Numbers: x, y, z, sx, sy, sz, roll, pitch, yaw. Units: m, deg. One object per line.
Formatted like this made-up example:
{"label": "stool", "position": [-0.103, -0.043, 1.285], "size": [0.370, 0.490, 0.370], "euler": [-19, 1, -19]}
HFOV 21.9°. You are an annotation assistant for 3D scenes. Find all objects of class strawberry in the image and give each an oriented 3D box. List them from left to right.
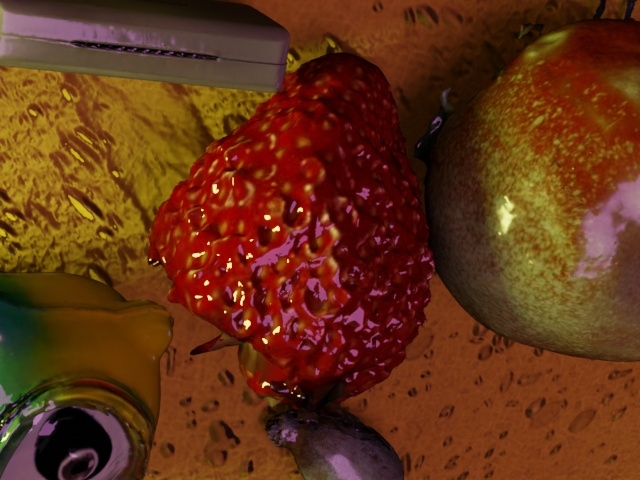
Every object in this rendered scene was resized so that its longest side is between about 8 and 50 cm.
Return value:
{"label": "strawberry", "position": [-0.003, -0.003, 1.345], "size": [0.257, 0.261, 0.261], "euler": [-41, 126, 5]}

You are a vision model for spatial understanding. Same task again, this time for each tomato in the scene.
{"label": "tomato", "position": [0.244, -0.036, 1.414], "size": [0.303, 0.239, 0.303], "euler": [-25, 135, -28]}

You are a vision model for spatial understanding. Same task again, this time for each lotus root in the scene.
{"label": "lotus root", "position": [0.020, 0.209, 1.573], "size": [0.088, 0.088, 0.165], "euler": [-46, 116, 3]}

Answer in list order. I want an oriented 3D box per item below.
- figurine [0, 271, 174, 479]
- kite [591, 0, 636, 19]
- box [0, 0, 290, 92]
{"label": "figurine", "position": [-0.286, 0.126, 1.303], "size": [0.340, 0.231, 0.323], "euler": [-6, 145, -31]}
{"label": "kite", "position": [0.261, -0.147, 1.533], "size": [0.141, 0.015, 0.245], "euler": [3, 118, -28]}
{"label": "box", "position": [-0.150, -0.160, 1.272], "size": [0.243, 0.103, 0.055], "euler": [3, 110, -27]}
